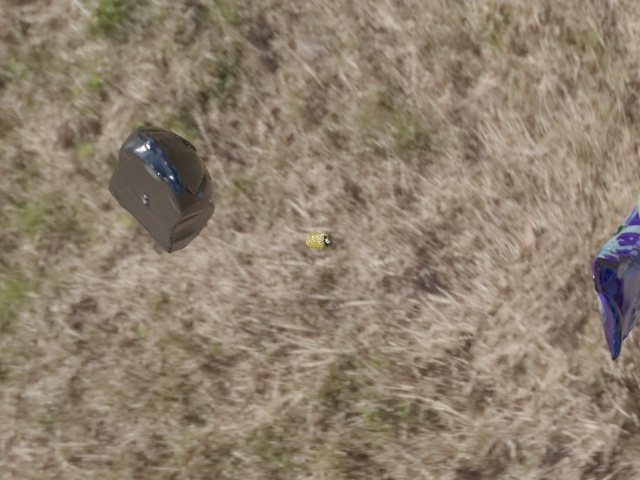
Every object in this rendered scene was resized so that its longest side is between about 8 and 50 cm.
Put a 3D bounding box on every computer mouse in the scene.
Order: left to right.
[{"bbox_3d":[-0.165,-0.063,1.282,0.073,0.217,0.122,-40,88,-23],"label":"computer mouse"}]

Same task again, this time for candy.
[{"bbox_3d":[0.419,0.041,1.603,0.070,0.275,0.145,3,117,31],"label":"candy"}]

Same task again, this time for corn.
[{"bbox_3d":[0.000,0.000,1.904,0.028,0.083,0.027,3,89,-20],"label":"corn"}]

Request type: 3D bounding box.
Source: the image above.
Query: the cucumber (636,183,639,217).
[{"bbox_3d":[0.362,-0.025,1.264,0.035,0.107,0.067,-27,73,3],"label":"cucumber"}]
